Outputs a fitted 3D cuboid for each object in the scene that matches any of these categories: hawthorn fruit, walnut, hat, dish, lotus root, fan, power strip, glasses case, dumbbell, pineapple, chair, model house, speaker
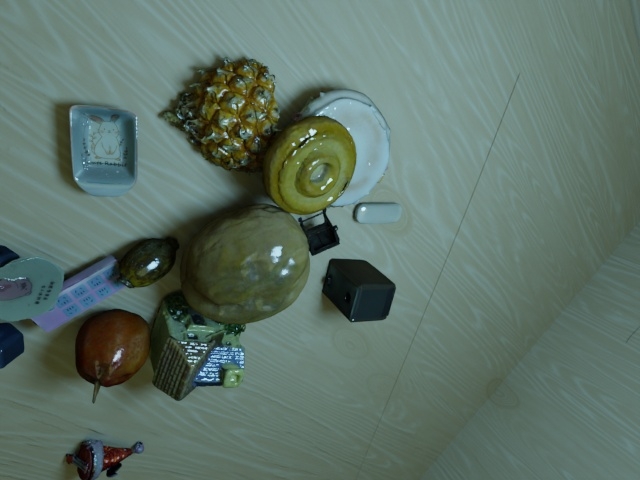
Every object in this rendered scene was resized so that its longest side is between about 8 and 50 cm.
[{"bbox_3d":[-0.602,0.331,1.184,0.210,0.262,0.211,-6,129,-7],"label":"hawthorn fruit"},{"bbox_3d":[-0.213,0.058,1.235,0.383,0.383,0.384,-11,116,-24],"label":"walnut"},{"bbox_3d":[-0.724,0.741,1.415,0.140,0.129,0.227,-27,154,34],"label":"hat"},{"bbox_3d":[-0.565,-0.231,1.079,0.154,0.064,0.234,-1,111,-28],"label":"dish"},{"bbox_3d":[-0.496,0.058,1.201,0.209,0.120,0.120,-48,130,-37],"label":"lotus root"},{"bbox_3d":[-0.780,0.109,0.975,0.310,0.010,0.182,18,96,-53],"label":"fan"},{"bbox_3d":[-0.675,0.147,1.162,0.278,0.037,0.109,-35,143,-23],"label":"power strip"},{"bbox_3d":[0.222,-0.104,1.560,0.204,0.051,0.081,-1,111,-27],"label":"glasses case"},{"bbox_3d":[-0.859,0.173,1.055,0.143,0.156,0.317,10,108,0],"label":"dumbbell"},{"bbox_3d":[-0.266,-0.315,1.114,0.286,0.209,0.345,-7,116,-25],"label":"pineapple"},{"bbox_3d":[0.000,0.000,1.394,0.106,0.113,0.229,-23,148,-7],"label":"chair"},{"bbox_3d":[-0.372,0.340,1.317,0.321,0.266,0.261,13,109,-32],"label":"model house"},{"bbox_3d":[0.139,0.181,1.534,0.192,0.231,0.153,3,110,-29],"label":"speaker"}]

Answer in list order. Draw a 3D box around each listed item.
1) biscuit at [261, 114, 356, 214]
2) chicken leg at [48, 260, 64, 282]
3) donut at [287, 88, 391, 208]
[{"bbox_3d":[-0.021,-0.200,1.162,0.296,0.102,0.297,-22,136,-23],"label":"biscuit"},{"bbox_3d":[-0.753,0.131,1.143,0.093,0.070,0.178,-40,138,-27],"label":"chicken leg"},{"bbox_3d":[0.048,-0.291,1.330,0.382,0.142,0.383,-11,116,-24],"label":"donut"}]
